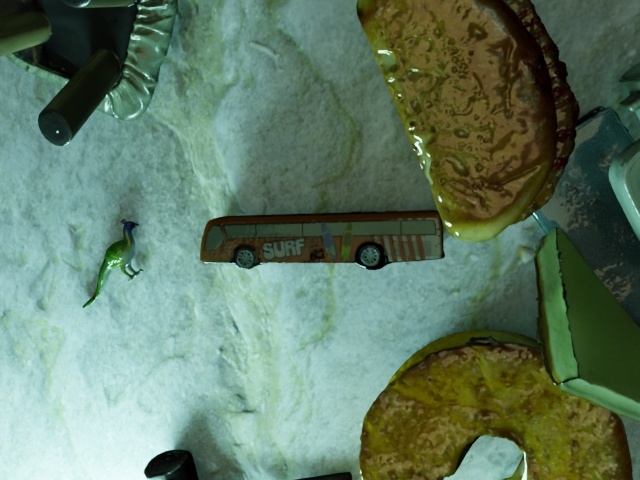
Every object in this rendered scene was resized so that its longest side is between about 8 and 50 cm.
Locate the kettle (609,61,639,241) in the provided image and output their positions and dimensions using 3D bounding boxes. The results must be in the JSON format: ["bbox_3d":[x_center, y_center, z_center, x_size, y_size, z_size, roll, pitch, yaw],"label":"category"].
[{"bbox_3d":[0.546,-0.113,0.811,0.205,0.265,0.318,-13,109,59],"label":"kettle"}]

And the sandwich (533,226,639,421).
[{"bbox_3d":[0.414,0.129,0.924,0.212,0.245,0.063,25,143,-25],"label":"sandwich"}]

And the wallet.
[{"bbox_3d":[0.466,-0.006,0.956,0.191,0.046,0.379,-35,94,17],"label":"wallet"}]

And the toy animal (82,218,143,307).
[{"bbox_3d":[-0.381,0.063,1.159,0.075,0.041,0.217,33,112,4],"label":"toy animal"}]

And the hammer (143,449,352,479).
[{"bbox_3d":[-0.130,0.511,1.208,0.409,0.095,0.242,-12,102,9],"label":"hammer"}]

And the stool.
[{"bbox_3d":[-0.416,-0.337,0.939,0.310,0.226,0.310,29,124,4],"label":"stool"}]

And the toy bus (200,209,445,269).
[{"bbox_3d":[0.000,0.000,1.034,0.409,0.093,0.092,-1,96,11],"label":"toy bus"}]

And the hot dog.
[{"bbox_3d":[0.220,-0.210,0.850,0.223,0.185,0.405,-21,100,17],"label":"hot dog"}]

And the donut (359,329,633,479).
[{"bbox_3d":[0.301,0.329,1.022,0.435,0.163,0.377,33,107,4],"label":"donut"}]
